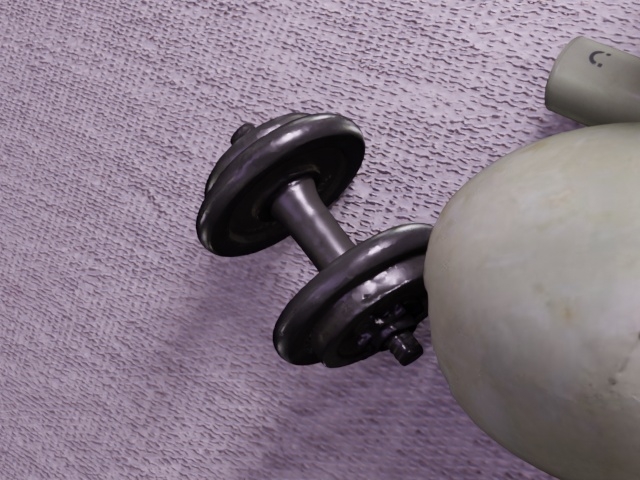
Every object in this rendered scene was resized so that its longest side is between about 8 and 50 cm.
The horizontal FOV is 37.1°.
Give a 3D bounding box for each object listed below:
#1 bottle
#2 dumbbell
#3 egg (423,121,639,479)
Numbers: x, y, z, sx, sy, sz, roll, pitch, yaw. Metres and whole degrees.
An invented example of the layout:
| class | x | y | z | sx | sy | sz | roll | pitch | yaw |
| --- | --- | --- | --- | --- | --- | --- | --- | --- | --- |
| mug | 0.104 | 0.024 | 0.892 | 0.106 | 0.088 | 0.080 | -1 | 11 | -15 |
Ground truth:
| class | x | y | z | sx | sy | sz | roll | pitch | yaw |
| --- | --- | --- | --- | --- | --- | --- | --- | --- | --- |
| bottle | 0.292 | -0.105 | 0.796 | 0.201 | 0.072 | 0.072 | 29 | 103 | 29 |
| dumbbell | 0.000 | 0.000 | 0.904 | 0.192 | 0.192 | 0.290 | -46 | 67 | 22 |
| egg | 0.254 | 0.052 | 0.691 | 0.336 | 0.278 | 0.278 | 2 | 89 | 34 |
